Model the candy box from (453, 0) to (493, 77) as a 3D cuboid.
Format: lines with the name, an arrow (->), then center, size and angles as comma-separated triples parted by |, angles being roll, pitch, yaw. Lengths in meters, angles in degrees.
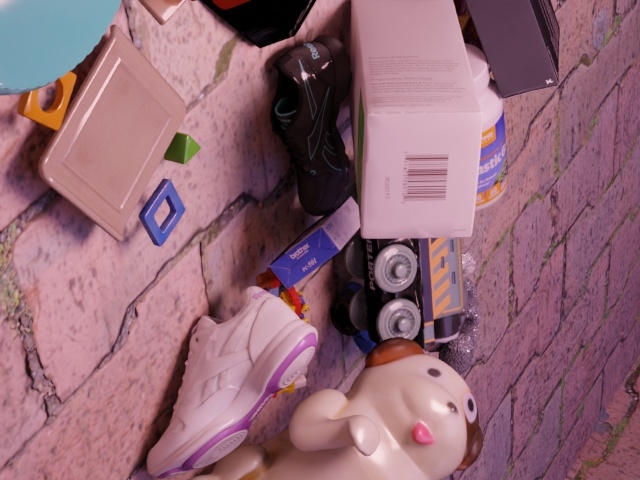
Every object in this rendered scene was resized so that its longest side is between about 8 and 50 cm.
candy box -> 0.250, -0.325, 2.162 | 0.109, 0.053, 0.187 | -60, 149, -20

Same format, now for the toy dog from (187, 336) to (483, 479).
toy dog -> 0.058, 0.340, 1.883 | 0.408, 0.285, 0.395 | -38, 174, -2

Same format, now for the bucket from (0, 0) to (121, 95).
bucket -> -0.302, -0.263, 1.079 | 0.281, 0.183, 0.281 | -38, 139, -43

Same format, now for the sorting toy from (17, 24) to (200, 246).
sorting toy -> -0.240, -0.121, 1.432 | 0.196, 0.047, 0.348 | -67, 153, -15

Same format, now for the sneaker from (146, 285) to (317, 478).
sneaker -> -0.142, 0.197, 1.750 | 0.305, 0.152, 0.114 | -47, 160, 5

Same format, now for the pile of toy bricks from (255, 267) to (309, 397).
pile of toy bricks -> -0.082, 0.134, 1.841 | 0.105, 0.118, 0.212 | -15, 141, -17

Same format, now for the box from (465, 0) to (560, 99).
box -> 0.299, -0.387, 2.019 | 0.184, 0.103, 0.261 | -79, 148, -52

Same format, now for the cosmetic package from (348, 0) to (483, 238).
cosmetic package -> 0.122, -0.179, 1.731 | 0.366, 0.155, 0.197 | -95, -176, -57

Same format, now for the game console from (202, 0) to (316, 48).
game console -> -0.019, -0.422, 1.582 | 0.361, 0.044, 0.213 | -59, 152, 0

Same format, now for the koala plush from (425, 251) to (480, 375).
koala plush -> 0.183, 0.084, 2.183 | 0.221, 0.196, 0.203 | 72, 34, -48

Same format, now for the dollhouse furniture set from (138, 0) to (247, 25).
dollhouse furniture set -> -0.158, -0.334, 1.252 | 0.259, 0.262, 0.135 | 48, 62, -21

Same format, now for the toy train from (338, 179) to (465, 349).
toy train -> 0.143, 0.022, 2.002 | 0.190, 0.142, 0.334 | -12, 105, -24

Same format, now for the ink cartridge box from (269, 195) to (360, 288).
ink cartridge box -> 0.000, 0.000, 1.816 | 0.097, 0.046, 0.207 | -37, -177, 18

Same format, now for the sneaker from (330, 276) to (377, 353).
sneaker -> 0.056, 0.143, 2.108 | 0.084, 0.058, 0.152 | -49, 142, -44

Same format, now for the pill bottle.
pill bottle -> 0.232, -0.189, 2.112 | 0.152, 0.152, 0.272 | -52, 148, -30

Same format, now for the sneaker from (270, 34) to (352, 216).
sneaker -> -0.024, -0.153, 1.769 | 0.106, 0.101, 0.267 | -20, 124, -34
